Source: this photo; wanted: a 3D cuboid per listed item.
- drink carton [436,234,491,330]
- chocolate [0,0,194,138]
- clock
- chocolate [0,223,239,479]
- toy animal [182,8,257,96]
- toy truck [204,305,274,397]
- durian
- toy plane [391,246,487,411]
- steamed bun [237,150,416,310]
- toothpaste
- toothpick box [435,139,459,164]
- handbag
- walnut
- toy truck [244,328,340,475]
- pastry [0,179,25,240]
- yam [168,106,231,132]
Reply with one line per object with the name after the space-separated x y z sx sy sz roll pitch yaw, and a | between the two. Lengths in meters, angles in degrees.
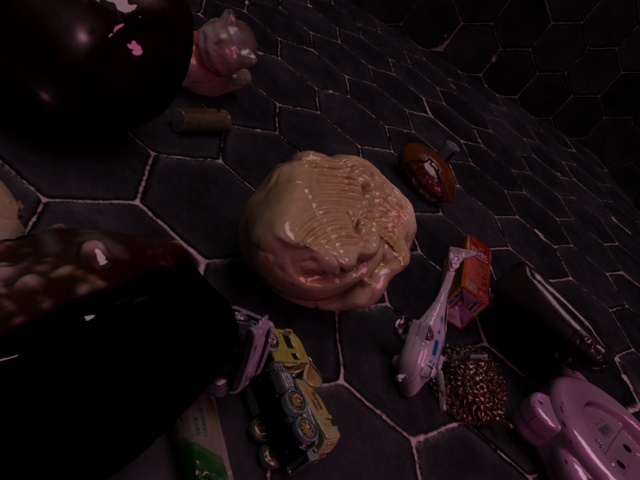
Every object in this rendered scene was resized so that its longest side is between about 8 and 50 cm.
0.312 0.085 1.251 0.071 0.096 0.223 35 32 -3 | drink carton
-0.386 -0.329 0.910 0.331 0.384 0.384 54 34 0 | chocolate
0.509 0.394 1.040 0.296 0.113 0.322 -11 54 -50 | clock
-0.269 0.101 0.538 0.210 0.225 0.340 33 45 31 | chocolate
-0.279 -0.448 1.202 0.266 0.188 0.307 -27 107 -24 | toy animal
-0.164 0.103 0.724 0.216 0.110 0.116 19 9 16 | toy truck
0.278 0.250 1.016 0.188 0.091 0.148 50 35 16 | durian
0.201 0.134 0.978 0.107 0.273 0.182 31 2 -44 | toy plane
-0.003 -0.002 0.973 0.276 0.203 0.289 41 45 -11 | steamed bun
-0.143 0.229 0.681 0.078 0.047 0.248 4 42 -31 | toothpaste
0.378 -0.258 1.755 0.052 0.083 0.052 25 34 -18 | toothpick box
0.491 0.172 1.206 0.257 0.113 0.285 44 8 31 | handbag
0.291 -0.179 1.561 0.207 0.116 0.116 50 34 5 | walnut
-0.039 0.208 0.771 0.116 0.085 0.191 13 39 -48 | toy truck
-0.461 -0.021 0.612 0.265 0.133 0.264 24 31 -16 | pastry
-0.241 -0.245 1.174 0.132 0.054 0.054 -12 56 -49 | yam
